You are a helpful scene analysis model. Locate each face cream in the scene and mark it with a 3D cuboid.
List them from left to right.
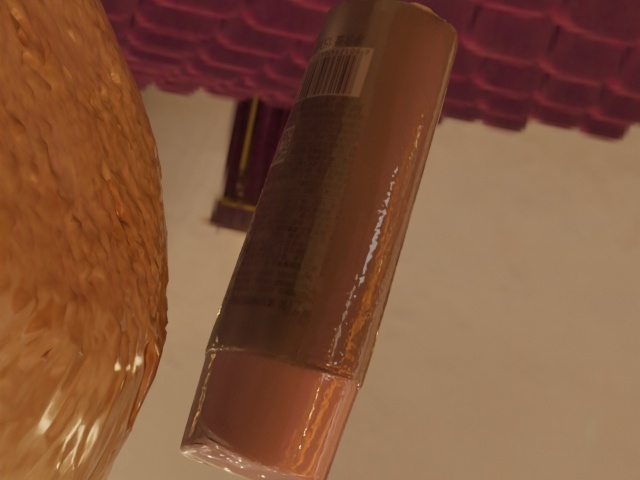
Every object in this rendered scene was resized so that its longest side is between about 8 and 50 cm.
[{"bbox_3d":[0.000,0.000,0.698,0.073,0.269,0.107,28,161,-30],"label":"face cream"}]

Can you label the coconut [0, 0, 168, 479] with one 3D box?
[{"bbox_3d":[-0.263,0.014,0.390,0.415,0.345,0.415,-14,163,-4],"label":"coconut"}]
